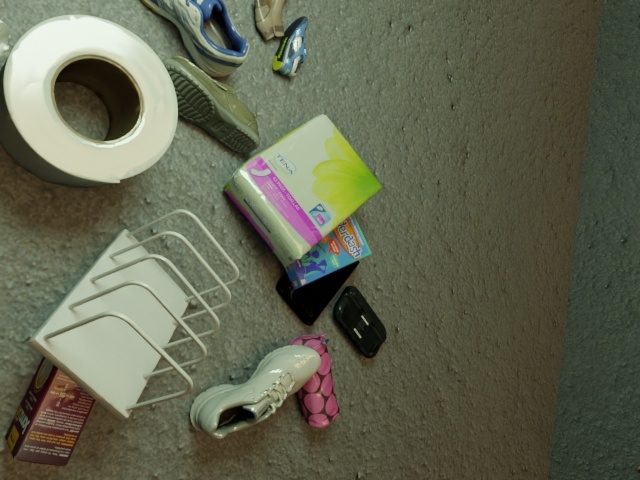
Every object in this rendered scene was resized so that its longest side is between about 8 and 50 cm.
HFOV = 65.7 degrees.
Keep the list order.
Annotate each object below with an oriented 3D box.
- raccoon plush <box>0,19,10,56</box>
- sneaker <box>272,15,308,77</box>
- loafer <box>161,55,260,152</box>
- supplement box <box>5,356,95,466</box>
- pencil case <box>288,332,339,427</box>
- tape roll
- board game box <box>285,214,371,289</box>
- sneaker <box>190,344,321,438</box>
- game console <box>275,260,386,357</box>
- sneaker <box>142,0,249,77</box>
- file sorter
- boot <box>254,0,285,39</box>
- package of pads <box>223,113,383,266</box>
[{"bbox_3d":[-0.596,-0.247,0.491,0.299,0.447,0.216,-53,155,-24],"label":"raccoon plush"},{"bbox_3d":[-0.058,-0.438,1.125,0.059,0.053,0.144,26,84,-36],"label":"sneaker"},{"bbox_3d":[-0.218,-0.275,0.988,0.251,0.095,0.087,41,42,-43],"label":"loafer"},{"bbox_3d":[-0.427,0.254,0.815,0.081,0.104,0.188,30,73,-36],"label":"supplement box"},{"bbox_3d":[-0.009,0.328,1.173,0.098,0.095,0.209,-23,109,-51],"label":"pencil case"},{"bbox_3d":[-0.378,-0.211,0.795,0.246,0.169,0.245,-3,94,-39],"label":"tape roll"},{"bbox_3d":[0.000,0.000,1.152,0.210,0.047,0.160,-23,87,-32],"label":"board game box"},{"bbox_3d":[-0.116,0.321,1.029,0.297,0.129,0.110,-29,104,-23],"label":"sneaker"},{"bbox_3d":[0.054,0.165,1.245,0.213,0.044,0.361,-49,118,-27],"label":"game console"},{"bbox_3d":[-0.241,-0.451,0.924,0.296,0.131,0.111,47,65,-29],"label":"sneaker"},{"bbox_3d":[-0.272,0.106,0.816,0.192,0.173,0.277,56,26,-27],"label":"file sorter"},{"bbox_3d":[-0.099,-0.498,1.100,0.118,0.042,0.086,-35,119,-32],"label":"boot"},{"bbox_3d":[-0.036,-0.120,1.085,0.296,0.101,0.229,-40,94,-32],"label":"package of pads"}]
